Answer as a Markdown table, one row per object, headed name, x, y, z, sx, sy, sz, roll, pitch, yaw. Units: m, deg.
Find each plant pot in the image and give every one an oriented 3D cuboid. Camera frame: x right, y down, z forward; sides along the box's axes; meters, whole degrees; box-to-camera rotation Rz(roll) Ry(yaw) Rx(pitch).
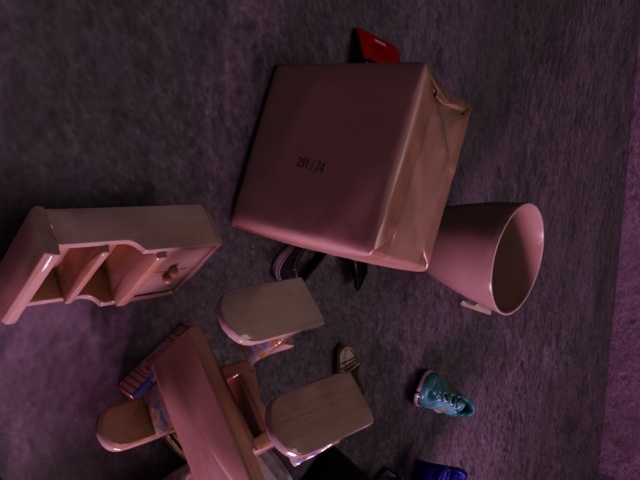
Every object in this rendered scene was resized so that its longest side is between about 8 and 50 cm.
| name | x | y | z | sx | sy | sz | roll | pitch | yaw |
| --- | --- | --- | --- | --- | --- | --- | --- | --- | --- |
| plant pot | 0.344 | 0.015 | 1.412 | 0.256 | 0.274 | 0.257 | -18 | 115 | -44 |
| plant pot | 0.055 | 0.613 | 1.352 | 0.187 | 0.166 | 0.188 | -48 | 132 | -28 |

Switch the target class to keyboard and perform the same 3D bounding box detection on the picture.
| name | x | y | z | sx | sy | sz | roll | pitch | yaw |
| --- | --- | --- | --- | --- | --- | --- | --- | --- | --- |
| keyboard | 0.082 | 0.009 | 1.294 | 0.108 | 0.023 | 0.180 | -58 | 148 | -54 |

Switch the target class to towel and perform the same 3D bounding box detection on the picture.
| name | x | y | z | sx | sy | sz | roll | pitch | yaw |
| --- | --- | --- | --- | --- | --- | --- | --- | --- | --- |
| towel | 0.268 | 0.743 | 1.587 | 0.076 | 0.227 | 0.308 | 31 | 66 | -15 |

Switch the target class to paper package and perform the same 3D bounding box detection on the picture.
| name | x | y | z | sx | sy | sz | roll | pitch | yaw |
| --- | --- | --- | --- | --- | --- | --- | --- | --- | --- |
| paper package | 0.043 | -0.129 | 0.999 | 0.168 | 0.324 | 0.310 | 17 | 87 | -49 |

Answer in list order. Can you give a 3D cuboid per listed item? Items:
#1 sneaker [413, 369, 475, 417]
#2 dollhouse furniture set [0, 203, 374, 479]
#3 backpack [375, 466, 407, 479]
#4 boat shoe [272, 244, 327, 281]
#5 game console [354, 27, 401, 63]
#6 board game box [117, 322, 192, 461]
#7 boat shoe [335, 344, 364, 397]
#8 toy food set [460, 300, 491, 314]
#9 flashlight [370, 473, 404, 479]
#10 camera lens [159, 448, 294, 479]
| name | x | y | z | sx | sy | sz | roll | pitch | yaw |
| --- | --- | --- | --- | --- | --- | --- | --- | --- | --- |
| sneaker | 0.350 | 0.438 | 1.670 | 0.275 | 0.109 | 0.107 | 31 | 78 | -47 |
| dollhouse furniture set | -0.208 | 0.161 | 0.752 | 0.256 | 0.362 | 0.394 | -6 | 62 | -48 |
| backpack | 0.199 | 0.675 | 1.569 | 0.084 | 0.114 | 0.105 | -44 | 131 | -31 |
| boat shoe | 0.000 | 0.000 | 1.174 | 0.228 | 0.076 | 0.080 | -46 | 131 | -29 |
| game console | 0.102 | -0.349 | 1.232 | 0.144 | 0.085 | 0.124 | 4 | 67 | -49 |
| board game box | -0.233 | 0.260 | 1.016 | 0.147 | 0.045 | 0.194 | -45 | 131 | -30 |
| boat shoe | 0.061 | 0.304 | 1.366 | 0.056 | 0.048 | 0.153 | -29 | 116 | -25 |
| toy food set | 0.446 | 0.094 | 1.715 | 0.128 | 0.071 | 0.218 | 11 | 91 | -25 |
| flashlight | 0.168 | 0.746 | 1.478 | 0.103 | 0.103 | 0.304 | -2 | 96 | -21 |
| camera lens | -0.182 | 0.480 | 1.006 | 0.274 | 0.219 | 0.220 | -23 | 118 | -42 |
